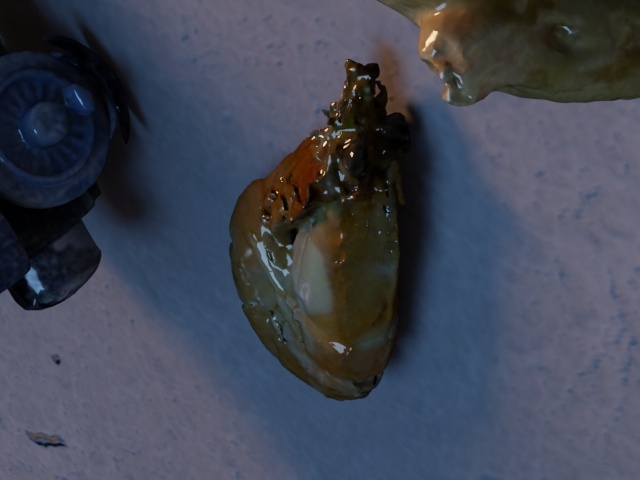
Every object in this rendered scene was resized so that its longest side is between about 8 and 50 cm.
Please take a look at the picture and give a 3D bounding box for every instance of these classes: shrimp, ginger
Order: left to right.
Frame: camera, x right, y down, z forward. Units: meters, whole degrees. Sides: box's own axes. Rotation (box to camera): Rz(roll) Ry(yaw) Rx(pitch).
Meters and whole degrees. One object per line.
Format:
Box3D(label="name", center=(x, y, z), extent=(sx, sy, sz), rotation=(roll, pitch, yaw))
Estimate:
Box3D(label="ginger", center=(-0.002, -0.147, 0.507), extent=(0.294, 0.131, 0.086), rotation=(44, 136, -8))
Box3D(label="shrimp", center=(0.000, 0.000, 0.689), extent=(0.091, 0.043, 0.184), rotation=(42, 145, 18))

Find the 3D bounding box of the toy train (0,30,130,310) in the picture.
Box3D(label="toy train", center=(-0.221, -0.074, 0.727), extent=(0.131, 0.202, 0.300), rotation=(-16, 109, 54))
